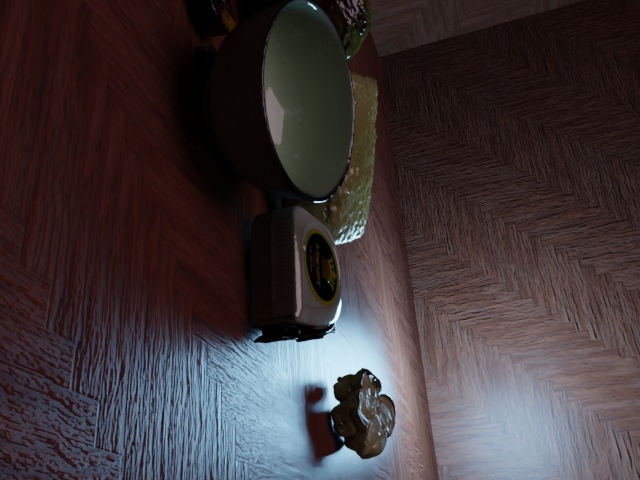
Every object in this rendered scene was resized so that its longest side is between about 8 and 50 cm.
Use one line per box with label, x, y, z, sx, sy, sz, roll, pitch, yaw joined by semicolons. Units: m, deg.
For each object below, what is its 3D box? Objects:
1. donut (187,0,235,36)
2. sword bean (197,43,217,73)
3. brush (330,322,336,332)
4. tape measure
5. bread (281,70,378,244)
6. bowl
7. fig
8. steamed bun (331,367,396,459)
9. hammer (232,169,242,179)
donut;-0.207;-0.450;1.265;0.140;0.059;0.140;-13;90;-76
sword bean;-0.169;-0.267;1.310;0.043;0.038;0.269;57;-5;45
brush;-0.013;0.190;1.554;0.178;0.030;0.033;23;71;-60
tape measure;-0.048;0.093;1.304;0.231;0.133;0.271;39;42;-56
bread;0.016;-0.185;1.479;0.236;0.165;0.375;-12;110;-58
bowl;-0.088;-0.240;1.212;0.354;0.185;0.353;0;90;-63
fig;-0.009;-0.447;1.597;0.286;0.286;0.368;-33;115;-75
steamed bun;0.089;0.420;1.604;0.177;0.106;0.192;51;40;-33
hammer;-0.159;-0.172;1.306;0.035;0.019;0.110;47;31;-64
